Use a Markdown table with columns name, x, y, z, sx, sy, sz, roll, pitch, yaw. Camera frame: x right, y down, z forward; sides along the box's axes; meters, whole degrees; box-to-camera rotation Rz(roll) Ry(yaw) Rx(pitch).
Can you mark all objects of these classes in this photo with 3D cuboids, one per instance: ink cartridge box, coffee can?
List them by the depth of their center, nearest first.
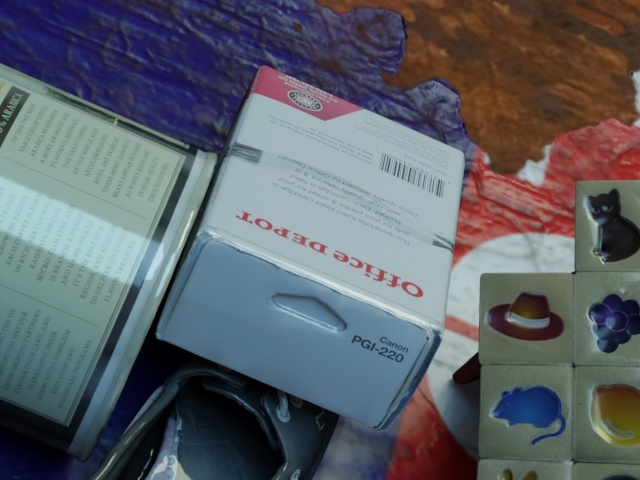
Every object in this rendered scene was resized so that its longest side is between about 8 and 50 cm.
| name | x | y | z | sx | sy | sz | roll | pitch | yaw |
| --- | --- | --- | --- | --- | --- | --- | --- | --- | --- |
| coffee can | -0.225 | -0.014 | 0.980 | 0.275 | 0.201 | 0.201 | 24 | 59 | -6 |
| ink cartridge box | 0.000 | 0.000 | 1.067 | 0.158 | 0.092 | 0.218 | 23 | 31 | -6 |

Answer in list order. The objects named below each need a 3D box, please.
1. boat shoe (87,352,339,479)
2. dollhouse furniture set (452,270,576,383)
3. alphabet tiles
| name | x | y | z | sx | sy | sz | roll | pitch | yaw |
| --- | --- | --- | --- | --- | --- | --- | --- | --- | --- |
| boat shoe | -0.073 | 0.146 | 1.010 | 0.112 | 0.095 | 0.335 | 35 | 58 | 3 |
| dollhouse furniture set | 0.311 | 0.092 | 1.134 | 0.374 | 0.152 | 0.201 | -17 | 71 | -26 |
| alphabet tiles | 0.233 | 0.131 | 0.973 | 0.285 | 0.011 | 0.342 | -1 | 78 | 13 |
